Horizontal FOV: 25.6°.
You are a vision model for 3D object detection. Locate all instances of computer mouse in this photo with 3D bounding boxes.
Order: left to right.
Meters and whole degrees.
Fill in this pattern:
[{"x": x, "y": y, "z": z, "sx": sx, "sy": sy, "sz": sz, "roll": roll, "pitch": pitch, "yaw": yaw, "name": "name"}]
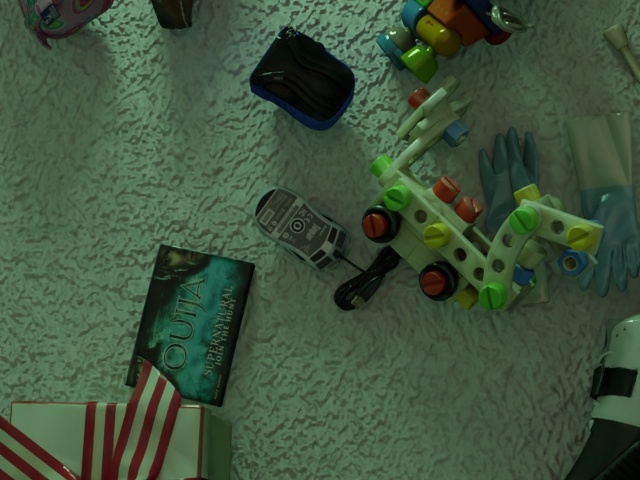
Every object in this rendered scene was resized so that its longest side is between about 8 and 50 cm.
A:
[{"x": 0.000, "y": 0.000, "z": 1.777, "sx": 0.193, "sy": 0.042, "sz": 0.106, "roll": 37, "pitch": 89, "yaw": 6, "name": "computer mouse"}]

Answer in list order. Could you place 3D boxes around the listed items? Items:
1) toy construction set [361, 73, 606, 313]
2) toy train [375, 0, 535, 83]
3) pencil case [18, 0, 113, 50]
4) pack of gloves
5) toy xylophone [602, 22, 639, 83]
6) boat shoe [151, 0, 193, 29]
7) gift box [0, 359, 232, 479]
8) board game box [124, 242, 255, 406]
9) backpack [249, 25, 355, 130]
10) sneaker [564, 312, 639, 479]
[{"x": 0.178, "y": -0.045, "z": 1.700, "sx": 0.215, "sy": 0.151, "sz": 0.328, "roll": -53, "pitch": 59, "yaw": 28, "name": "toy construction set"}, {"x": 0.159, "y": -0.248, "z": 1.722, "sx": 0.143, "sy": 0.248, "sz": 0.105, "roll": -44, "pitch": 117, "yaw": 6, "name": "toy train"}, {"x": -0.389, "y": -0.395, "z": 1.855, "sx": 0.124, "sy": 0.124, "sz": 0.284, "roll": -31, "pitch": 79, "yaw": -1, "name": "pencil case"}, {"x": 0.299, "y": -0.034, "z": 1.761, "sx": 0.195, "sy": 0.046, "sz": 0.232, "roll": -5, "pitch": 78, "yaw": 19, "name": "pack of gloves"}, {"x": 0.506, "y": -0.242, "z": 1.753, "sx": 0.236, "sy": 0.081, "sz": 0.323, "roll": -33, "pitch": 77, "yaw": -1, "name": "toy xylophone"}, {"x": -0.172, "y": -0.440, "z": 1.843, "sx": 0.120, "sy": 0.122, "sz": 0.324, "roll": -2, "pitch": 79, "yaw": 2, "name": "boat shoe"}, {"x": -0.241, "y": 0.287, "z": 1.631, "sx": 0.255, "sy": 0.258, "sz": 0.276, "roll": -4, "pitch": 79, "yaw": 4, "name": "gift box"}, {"x": -0.165, "y": 0.106, "z": 1.777, "sx": 0.126, "sy": 0.026, "sz": 0.186, "roll": 11, "pitch": 80, "yaw": 7, "name": "board game box"}, {"x": -0.015, "y": -0.199, "z": 1.786, "sx": 0.120, "sy": 0.101, "sz": 0.098, "roll": 31, "pitch": 85, "yaw": 7, "name": "backpack"}, {"x": 0.376, "y": 0.173, "z": 1.677, "sx": 0.146, "sy": 0.122, "sz": 0.330, "roll": 39, "pitch": 85, "yaw": 30, "name": "sneaker"}]
